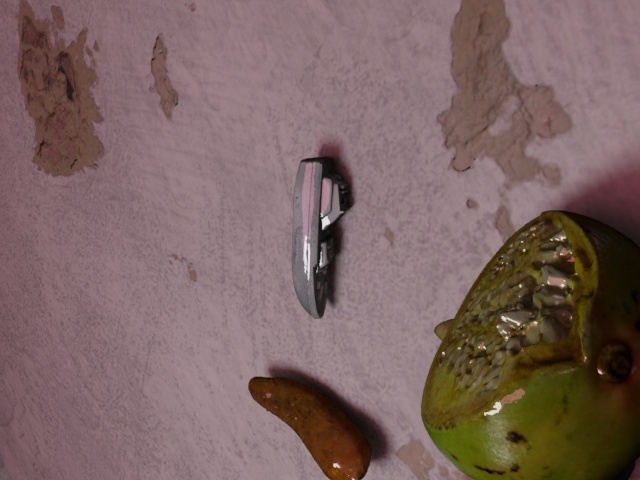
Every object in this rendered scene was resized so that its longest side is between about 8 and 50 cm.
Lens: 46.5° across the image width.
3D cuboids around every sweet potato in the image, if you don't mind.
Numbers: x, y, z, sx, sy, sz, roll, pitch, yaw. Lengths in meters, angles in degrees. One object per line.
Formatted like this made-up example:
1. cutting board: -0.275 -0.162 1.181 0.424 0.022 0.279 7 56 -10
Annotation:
1. sweet potato: -0.014 0.303 1.252 0.292 0.097 0.097 34 123 42

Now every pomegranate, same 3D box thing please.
1. pomegranate: 0.261 0.142 0.856 0.216 0.309 0.358 28 168 -3

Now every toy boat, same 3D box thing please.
1. toy boat: 0.000 0.000 1.168 0.085 0.078 0.260 7 105 19

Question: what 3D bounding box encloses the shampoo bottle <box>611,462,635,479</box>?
1. shampoo bottle: 0.318 0.330 0.937 0.071 0.098 0.309 39 126 29
